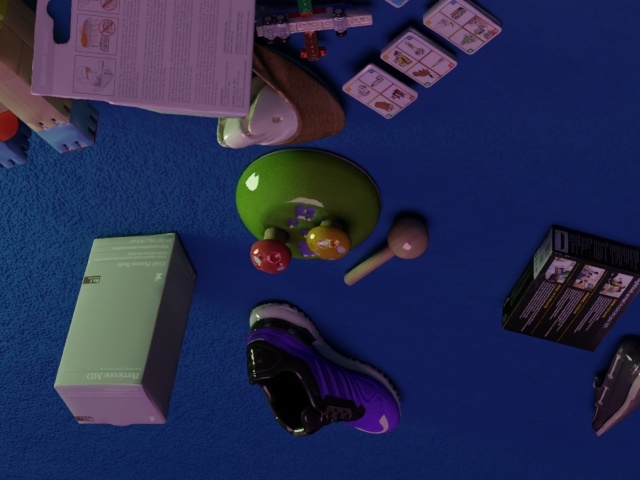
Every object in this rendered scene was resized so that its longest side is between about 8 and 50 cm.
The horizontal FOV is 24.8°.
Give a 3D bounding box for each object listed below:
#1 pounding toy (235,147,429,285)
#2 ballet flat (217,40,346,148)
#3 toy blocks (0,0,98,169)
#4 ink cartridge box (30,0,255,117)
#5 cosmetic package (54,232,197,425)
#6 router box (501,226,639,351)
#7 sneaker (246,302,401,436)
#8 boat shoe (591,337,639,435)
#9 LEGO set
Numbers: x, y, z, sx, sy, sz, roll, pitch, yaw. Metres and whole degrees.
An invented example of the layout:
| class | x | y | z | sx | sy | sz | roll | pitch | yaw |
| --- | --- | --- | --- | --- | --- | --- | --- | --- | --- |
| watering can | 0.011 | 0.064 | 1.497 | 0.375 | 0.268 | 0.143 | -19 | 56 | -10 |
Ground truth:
| class | x | y | z | sx | sy | sz | roll | pitch | yaw |
| --- | --- | --- | --- | --- | --- | --- | --- | --- | --- |
| pounding toy | 0.000 | 0.000 | 1.805 | 0.237 | 0.110 | 0.183 | 32 | 136 | -25 |
| ballet flat | -0.110 | -0.180 | 1.599 | 0.116 | 0.124 | 0.342 | -23 | 131 | 36 |
| toy blocks | -0.432 | -0.169 | 1.657 | 0.381 | 0.191 | 0.261 | -13 | 147 | 23 |
| ink cartridge box | -0.178 | -0.222 | 1.483 | 0.224 | 0.181 | 0.056 | 4 | 179 | -16 |
| cosmetic package | -0.248 | 0.115 | 1.889 | 0.127 | 0.238 | 0.107 | -4 | 139 | 14 |
| router box | 0.325 | 0.066 | 1.873 | 0.133 | 0.046 | 0.179 | 15 | 140 | -8 |
| sneaker | -0.004 | 0.223 | 2.044 | 0.102 | 0.146 | 0.293 | -26 | 129 | 35 |
| boat shoe | 0.416 | 0.203 | 2.027 | 0.065 | 0.075 | 0.206 | 48 | 151 | 20 |
| LEGO set | 0.045 | -0.246 | 1.568 | 0.244 | 0.060 | 0.182 | 27 | 132 | -32 |
